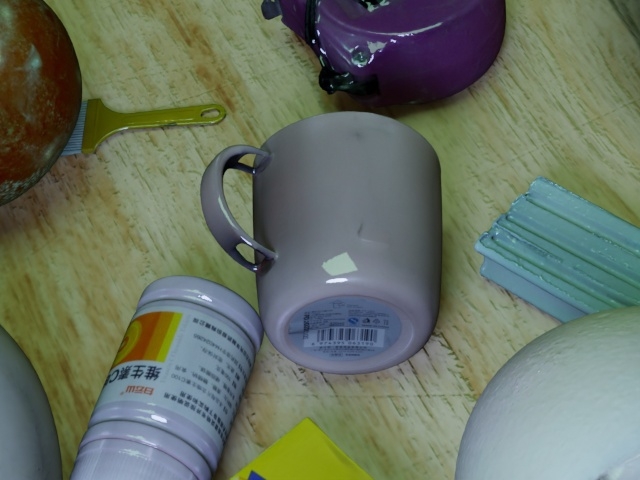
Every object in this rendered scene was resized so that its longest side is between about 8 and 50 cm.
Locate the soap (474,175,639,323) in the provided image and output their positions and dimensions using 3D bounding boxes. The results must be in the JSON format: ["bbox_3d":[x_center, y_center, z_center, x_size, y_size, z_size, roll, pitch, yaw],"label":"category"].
[{"bbox_3d":[0.264,0.027,1.932,0.198,0.063,0.114,31,65,32],"label":"soap"}]

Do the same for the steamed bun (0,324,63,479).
[{"bbox_3d":[-0.388,0.221,1.721,0.334,0.334,0.374,-3,92,10],"label":"steamed bun"}]

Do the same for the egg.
[{"bbox_3d":[0.268,0.209,1.613,0.354,0.354,0.340,-23,28,-7],"label":"egg"}]

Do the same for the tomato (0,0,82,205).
[{"bbox_3d":[-0.386,-0.153,2.134,0.270,0.222,0.270,-8,66,20],"label":"tomato"}]

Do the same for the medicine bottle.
[{"bbox_3d":[-0.149,0.166,1.866,0.133,0.133,0.250,6,54,18],"label":"medicine bottle"}]

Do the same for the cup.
[{"bbox_3d":[0.000,0.000,1.907,0.253,0.191,0.200,20,48,-24],"label":"cup"}]

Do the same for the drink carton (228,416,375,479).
[{"bbox_3d":[-0.089,0.326,1.730,0.351,0.111,0.154,-38,53,-18],"label":"drink carton"}]

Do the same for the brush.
[{"bbox_3d":[-0.207,-0.134,2.213,0.205,0.011,0.083,-5,48,8],"label":"brush"}]

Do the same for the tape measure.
[{"bbox_3d":[0.080,-0.260,2.160,0.245,0.149,0.231,-29,49,-12],"label":"tape measure"}]
